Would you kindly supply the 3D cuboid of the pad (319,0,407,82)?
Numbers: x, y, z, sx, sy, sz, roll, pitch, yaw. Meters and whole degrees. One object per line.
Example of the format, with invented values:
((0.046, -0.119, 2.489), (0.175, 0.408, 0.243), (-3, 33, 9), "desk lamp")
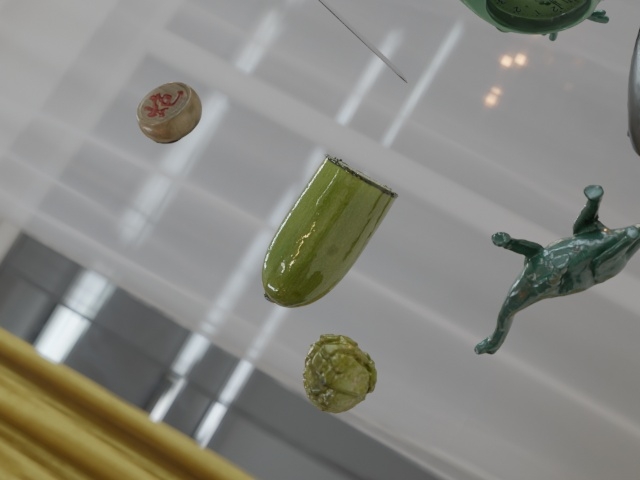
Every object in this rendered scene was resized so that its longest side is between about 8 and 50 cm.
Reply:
((0.037, -0.347, 1.847), (0.004, 0.267, 0.181), (-46, 10, 10), "pad")

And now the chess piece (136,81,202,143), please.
((-0.188, -0.159, 1.453), (0.084, 0.083, 0.038), (-57, -40, -24), "chess piece")

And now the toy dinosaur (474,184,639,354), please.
((0.431, 0.060, 1.966), (0.383, 0.129, 0.331), (-19, -32, 0), "toy dinosaur")

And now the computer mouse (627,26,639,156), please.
((0.345, -0.195, 1.026), (0.147, 0.088, 0.264), (10, 65, 58), "computer mouse")

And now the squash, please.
((0.000, 0.000, 1.779), (0.247, 0.132, 0.132), (-58, -9, 7), "squash")

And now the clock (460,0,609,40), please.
((0.263, -0.307, 1.406), (0.211, 0.159, 0.066), (30, -124, -46), "clock")

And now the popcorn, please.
((0.028, 0.193, 1.702), (0.116, 0.106, 0.121), (-114, 21, -79), "popcorn")
